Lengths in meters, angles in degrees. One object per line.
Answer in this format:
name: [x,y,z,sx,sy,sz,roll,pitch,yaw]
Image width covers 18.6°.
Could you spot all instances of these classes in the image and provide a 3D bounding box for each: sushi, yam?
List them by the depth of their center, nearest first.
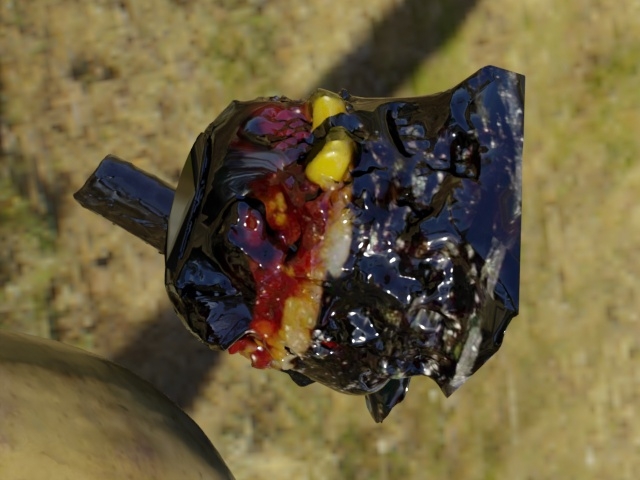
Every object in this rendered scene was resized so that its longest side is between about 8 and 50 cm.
sushi: [0.000,0.000,1.023,0.150,0.172,0.153,15,57,-16]
yam: [-0.069,0.011,1.446,0.241,0.057,0.057,30,48,-4]

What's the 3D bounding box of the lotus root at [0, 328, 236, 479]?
lotus root: [-0.169,0.110,0.727,0.310,0.183,0.182,16,70,-39]
